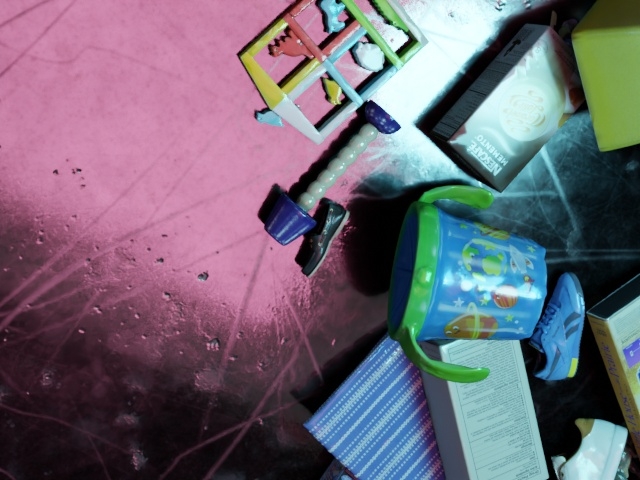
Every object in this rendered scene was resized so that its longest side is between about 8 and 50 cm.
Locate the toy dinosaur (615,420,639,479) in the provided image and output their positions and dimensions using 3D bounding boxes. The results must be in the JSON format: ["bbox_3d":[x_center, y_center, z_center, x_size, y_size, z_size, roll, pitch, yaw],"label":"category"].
[{"bbox_3d":[0.600,0.470,1.786,0.118,0.064,0.268,27,99,-3],"label":"toy dinosaur"}]

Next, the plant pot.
[{"bbox_3d":[0.541,-0.287,1.421,0.212,0.187,0.212,-48,125,-41],"label":"plant pot"}]

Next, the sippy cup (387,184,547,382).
[{"bbox_3d":[0.241,0.066,1.471,0.224,0.240,0.305,9,96,-4],"label":"sippy cup"}]

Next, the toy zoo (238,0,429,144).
[{"bbox_3d":[0.007,-0.291,1.439,0.293,0.030,0.192,-42,110,1],"label":"toy zoo"}]

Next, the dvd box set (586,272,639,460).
[{"bbox_3d":[0.691,0.234,1.703,0.308,0.062,0.420,-32,111,-16],"label":"dvd box set"}]

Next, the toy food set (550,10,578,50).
[{"bbox_3d":[0.432,-0.333,1.510,0.122,0.078,0.019,36,141,-26],"label":"toy food set"}]

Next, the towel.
[{"bbox_3d":[0.156,0.350,1.638,0.243,0.040,0.336,-47,109,-11],"label":"towel"}]

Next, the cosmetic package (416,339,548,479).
[{"bbox_3d":[0.284,0.295,1.599,0.160,0.113,0.309,-17,102,-19],"label":"cosmetic package"}]

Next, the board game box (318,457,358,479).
[{"bbox_3d":[0.037,0.521,1.673,0.194,0.060,0.194,-43,111,3],"label":"board game box"}]

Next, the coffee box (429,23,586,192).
[{"bbox_3d":[0.321,-0.220,1.496,0.141,0.098,0.246,39,95,-20],"label":"coffee box"}]

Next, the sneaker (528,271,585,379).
[{"bbox_3d":[0.431,0.160,1.651,0.082,0.069,0.209,-1,107,-9],"label":"sneaker"}]

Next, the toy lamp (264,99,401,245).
[{"bbox_3d":[0.014,-0.107,1.472,0.080,0.080,0.274,40,93,-20],"label":"toy lamp"}]

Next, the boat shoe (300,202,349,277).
[{"bbox_3d":[0.000,0.000,1.517,0.042,0.049,0.133,27,97,-13],"label":"boat shoe"}]

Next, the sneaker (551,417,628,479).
[{"bbox_3d":[0.493,0.482,1.733,0.123,0.106,0.290,16,84,17],"label":"sneaker"}]
